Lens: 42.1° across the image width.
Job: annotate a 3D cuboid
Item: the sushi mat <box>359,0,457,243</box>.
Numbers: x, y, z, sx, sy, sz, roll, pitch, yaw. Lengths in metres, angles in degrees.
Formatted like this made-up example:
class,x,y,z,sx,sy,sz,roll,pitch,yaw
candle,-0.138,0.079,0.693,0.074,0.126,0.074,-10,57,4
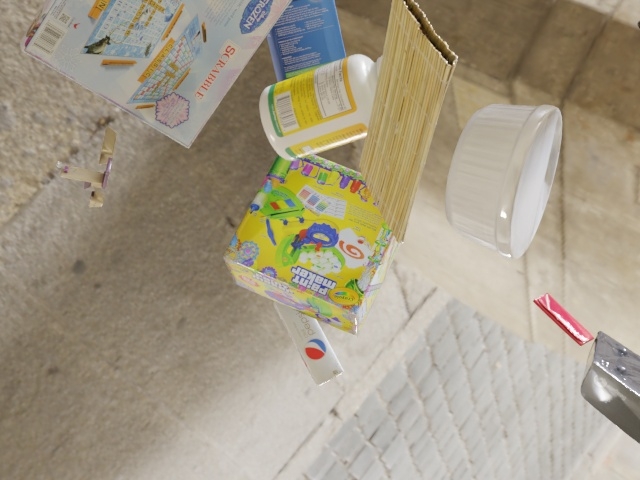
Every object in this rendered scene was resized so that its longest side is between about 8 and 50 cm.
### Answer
class,x,y,z,sx,sy,sz,roll,pitch,yaw
sushi mat,0.099,-0.145,1.032,0.019,0.151,0.316,-14,146,-17

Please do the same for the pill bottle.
class,x,y,z,sx,sy,sz,roll,pitch,yaw
pill bottle,0.029,-0.197,1.193,0.117,0.208,0.117,50,32,-46

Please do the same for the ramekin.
class,x,y,z,sx,sy,sz,roll,pitch,yaw
ramekin,0.312,-0.110,1.430,0.273,0.127,0.272,-43,142,-47

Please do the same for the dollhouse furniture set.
class,x,y,z,sx,sy,sz,roll,pitch,yaw
dollhouse furniture set,-0.381,-0.128,1.346,0.081,0.114,0.091,12,139,-16

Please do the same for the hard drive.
class,x,y,z,sx,sy,sz,roll,pitch,yaw
hard drive,0.412,0.211,0.947,0.054,0.255,0.172,-58,167,18

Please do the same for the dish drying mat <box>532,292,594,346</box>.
class,x,y,z,sx,sy,sz,roll,pitch,yaw
dish drying mat,0.311,0.100,1.064,0.032,0.083,0.008,-17,142,-39

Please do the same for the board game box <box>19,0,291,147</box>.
class,x,y,z,sx,sy,sz,roll,pitch,yaw
board game box,-0.260,-0.360,1.350,0.318,0.066,0.318,31,102,-33

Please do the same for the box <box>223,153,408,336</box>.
class,x,y,z,sx,sy,sz,roll,pitch,yaw
box,0.000,0.000,1.708,0.177,0.290,0.279,82,33,-68

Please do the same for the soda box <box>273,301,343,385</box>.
class,x,y,z,sx,sy,sz,roll,pitch,yaw
soda box,-0.028,0.221,1.888,0.069,0.216,0.074,-28,171,-8

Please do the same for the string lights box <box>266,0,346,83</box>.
class,x,y,z,sx,sy,sz,roll,pitch,yaw
string lights box,-0.032,-0.392,1.600,0.133,0.077,0.259,-16,107,-10

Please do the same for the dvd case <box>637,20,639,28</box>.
class,x,y,z,sx,sy,sz,roll,pitch,yaw
dvd case,0.635,-0.335,1.247,0.253,0.180,0.022,-35,-159,26
